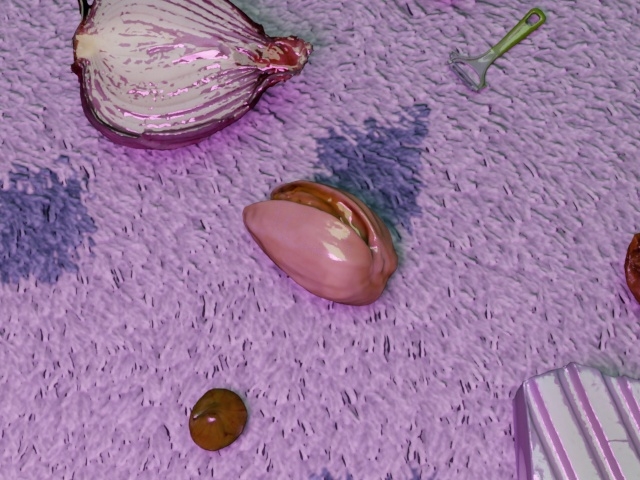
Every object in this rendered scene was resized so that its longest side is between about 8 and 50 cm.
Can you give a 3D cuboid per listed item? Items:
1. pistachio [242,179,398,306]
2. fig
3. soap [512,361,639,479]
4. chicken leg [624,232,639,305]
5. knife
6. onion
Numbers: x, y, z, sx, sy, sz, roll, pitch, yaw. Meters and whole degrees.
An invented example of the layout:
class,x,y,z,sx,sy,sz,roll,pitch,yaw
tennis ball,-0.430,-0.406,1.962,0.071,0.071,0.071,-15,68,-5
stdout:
class,x,y,z,sx,sy,sz,roll,pitch,yaw
pistachio,0.000,0.000,1.762,0.229,0.157,0.157,32,76,20
fig,-0.141,0.239,1.706,0.084,0.098,0.082,-18,68,-14
soap,0.377,0.332,1.624,0.208,0.115,0.347,-21,70,-4
chicken leg,0.509,0.120,1.695,0.093,0.113,0.304,-37,74,22
knife,0.272,-0.297,1.899,0.166,0.022,0.078,-39,79,-7
onion,-0.188,-0.253,1.854,0.348,0.159,0.267,7,83,-1
